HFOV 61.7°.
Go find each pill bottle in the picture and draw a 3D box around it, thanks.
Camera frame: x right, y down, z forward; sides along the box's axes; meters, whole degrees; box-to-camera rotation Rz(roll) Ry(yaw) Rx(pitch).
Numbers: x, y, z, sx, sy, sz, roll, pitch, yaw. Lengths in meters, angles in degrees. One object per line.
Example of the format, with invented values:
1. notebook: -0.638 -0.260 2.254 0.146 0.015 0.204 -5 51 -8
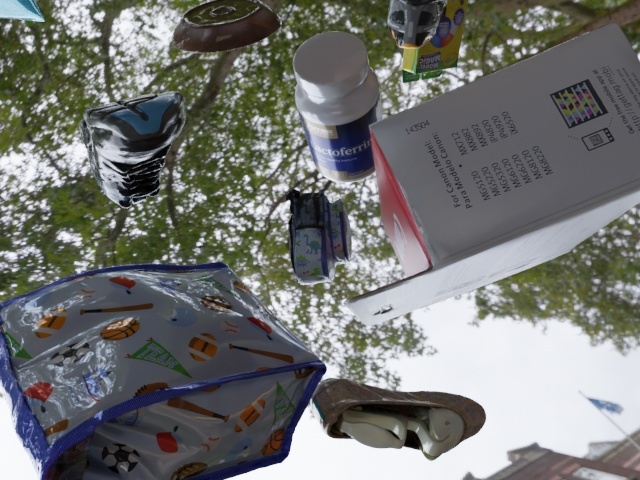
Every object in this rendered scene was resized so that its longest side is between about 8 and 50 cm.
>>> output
1. pill bottle: 0.037 -0.239 0.991 0.264 0.153 0.153 70 -140 -59

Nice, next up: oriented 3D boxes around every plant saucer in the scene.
1. plant saucer: -0.169 -0.386 0.940 0.198 0.199 0.036 -46 -37 -34

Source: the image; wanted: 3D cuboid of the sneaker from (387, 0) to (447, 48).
1. sneaker: 0.128 -0.310 0.739 0.215 0.084 0.083 -51 -32 -64

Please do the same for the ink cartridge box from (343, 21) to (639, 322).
1. ink cartridge box: 0.140 -0.026 0.534 0.272 0.309 0.130 -22 -105 2

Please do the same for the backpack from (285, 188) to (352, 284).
1. backpack: 0.000 0.000 0.725 0.105 0.084 0.114 66 -156 -69

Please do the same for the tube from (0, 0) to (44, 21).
1. tube: -0.380 -0.320 0.614 0.080 0.207 0.052 0 -107 -17

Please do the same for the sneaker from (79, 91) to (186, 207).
1. sneaker: -0.250 -0.120 0.743 0.125 0.341 0.139 -17 -78 -23

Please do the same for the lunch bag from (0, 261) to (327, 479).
1. lunch bag: -0.252 0.195 0.790 0.386 0.328 0.238 4 -67 -45

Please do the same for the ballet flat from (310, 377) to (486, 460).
1. ballet flat: 0.137 0.299 0.859 0.316 0.106 0.107 10 -74 -12

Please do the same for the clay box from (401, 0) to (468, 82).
1. clay box: 0.246 -0.450 1.148 0.128 0.053 0.222 -18 -53 -27
